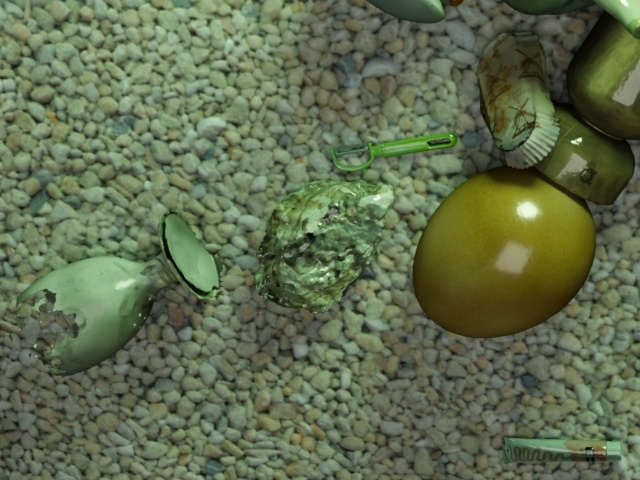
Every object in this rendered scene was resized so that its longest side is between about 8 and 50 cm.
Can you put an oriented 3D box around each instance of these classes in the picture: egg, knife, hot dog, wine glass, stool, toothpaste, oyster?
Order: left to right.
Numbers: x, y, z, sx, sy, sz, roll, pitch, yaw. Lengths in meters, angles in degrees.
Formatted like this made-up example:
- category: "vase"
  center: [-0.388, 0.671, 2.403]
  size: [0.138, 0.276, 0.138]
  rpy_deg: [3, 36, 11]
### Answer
- category: "wine glass"
  center: [-0.357, 0.098, 2.081]
  size: [0.357, 0.190, 0.190]
  rpy_deg: [-27, 104, 15]
- category: "oyster"
  center: [0.000, 0.000, 2.006]
  size: [0.199, 0.112, 0.267]
  rpy_deg: [22, 111, 2]
- category: "knife"
  center: [0.123, -0.143, 1.975]
  size: [0.212, 0.015, 0.054]
  rpy_deg: [-9, 110, 15]
- category: "egg"
  center: [0.281, 0.023, 1.881]
  size: [0.250, 0.250, 0.322]
  rpy_deg: [44, 124, -8]
- category: "hot dog"
  center: [0.296, -0.211, 1.801]
  size: [0.069, 0.252, 0.131]
  rpy_deg: [21, 134, -29]
- category: "toothpaste"
  center: [0.424, 0.370, 2.110]
  size: [0.205, 0.036, 0.056]
  rpy_deg: [-3, 113, 17]
- category: "stool"
  center: [0.440, -0.209, 1.795]
  size: [0.179, 0.179, 0.264]
  rpy_deg: [30, 114, -1]

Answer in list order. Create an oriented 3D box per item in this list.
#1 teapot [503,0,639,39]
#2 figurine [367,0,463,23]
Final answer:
- category: "teapot"
  center: [0.399, -0.426, 1.646]
  size: [0.239, 0.322, 0.239]
  rpy_deg: [-11, 116, -32]
- category: "figurine"
  center: [0.151, -0.517, 1.764]
  size: [0.205, 0.224, 0.381]
  rpy_deg: [17, 90, 28]
